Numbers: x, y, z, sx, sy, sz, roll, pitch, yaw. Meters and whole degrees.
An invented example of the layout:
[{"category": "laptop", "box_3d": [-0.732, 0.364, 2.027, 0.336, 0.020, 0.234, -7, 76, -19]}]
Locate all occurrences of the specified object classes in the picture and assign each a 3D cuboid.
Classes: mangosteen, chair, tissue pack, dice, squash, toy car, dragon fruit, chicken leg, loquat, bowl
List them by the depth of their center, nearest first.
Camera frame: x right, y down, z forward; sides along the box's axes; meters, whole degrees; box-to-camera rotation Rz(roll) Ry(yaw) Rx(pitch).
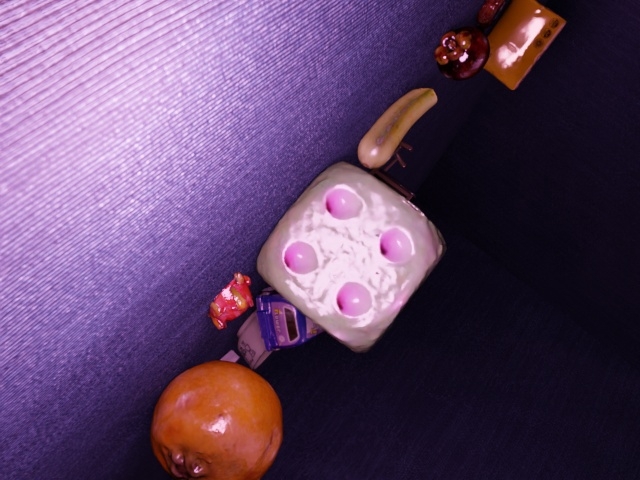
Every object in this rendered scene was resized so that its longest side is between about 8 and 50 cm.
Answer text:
[{"category": "dragon fruit", "box_3d": [-0.183, 0.134, 1.279, 0.126, 0.068, 0.112, -50, 173, 2]}, {"category": "dice", "box_3d": [0.071, 0.040, 1.342, 0.322, 0.330, 0.318, -53, 174, -3]}, {"category": "mangosteen", "box_3d": [0.332, -0.448, 1.423, 0.140, 0.140, 0.140, -50, 172, -9]}, {"category": "squash", "box_3d": [0.177, -0.269, 1.425, 0.250, 0.083, 0.083, -49, 172, -15]}, {"category": "loquat", "box_3d": [-0.248, 0.450, 1.443, 0.328, 0.328, 0.328, -50, 172, -9]}, {"category": "chicken leg", "box_3d": [0.458, -0.617, 1.598, 0.106, 0.051, 0.253, -54, 177, -23]}, {"category": "toy car", "box_3d": [-0.058, 0.203, 1.658, 0.158, 0.172, 0.235, -4, -172, 34]}, {"category": "bowl", "box_3d": [-0.178, 0.281, 1.816, 0.211, 0.112, 0.211, -51, 173, -9]}, {"category": "chair", "box_3d": [0.214, -0.158, 1.852, 0.272, 0.166, 0.188, -50, 172, -6]}, {"category": "tissue pack", "box_3d": [-0.318, 0.418, 1.871, 0.112, 0.051, 0.156, -41, 168, -40]}, {"category": "tissue pack", "box_3d": [0.658, -0.663, 1.996, 0.271, 0.192, 0.134, -56, 172, 28]}]
